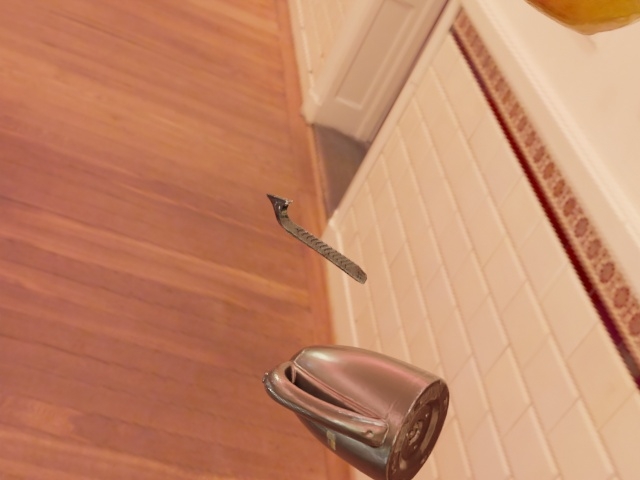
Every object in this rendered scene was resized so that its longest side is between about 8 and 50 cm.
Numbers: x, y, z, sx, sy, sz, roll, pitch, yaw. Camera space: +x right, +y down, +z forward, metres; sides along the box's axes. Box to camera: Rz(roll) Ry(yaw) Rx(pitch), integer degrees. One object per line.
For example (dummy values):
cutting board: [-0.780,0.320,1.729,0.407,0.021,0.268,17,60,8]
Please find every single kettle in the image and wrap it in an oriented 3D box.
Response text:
kettle: [0.044,0.280,1.500,0.290,0.207,0.268,24,7,29]

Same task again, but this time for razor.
razor: [-0.004,0.005,1.176,0.190,0.033,0.066,41,-9,-29]

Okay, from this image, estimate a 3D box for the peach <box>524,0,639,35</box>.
peach: [0.258,-0.338,0.698,0.289,0.308,0.289,-15,12,3]
